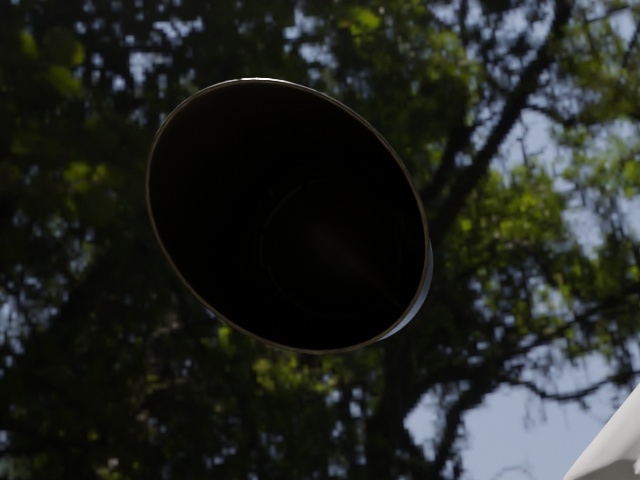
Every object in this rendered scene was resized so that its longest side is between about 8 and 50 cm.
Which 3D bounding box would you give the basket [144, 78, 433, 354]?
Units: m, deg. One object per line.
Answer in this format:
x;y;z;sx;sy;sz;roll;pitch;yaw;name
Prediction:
0.000;0.000;0.972;0.154;0.204;0.227;-50;-15;1;basket

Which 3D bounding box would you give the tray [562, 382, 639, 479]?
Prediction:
0.225;0.115;0.475;0.145;0.270;0.030;-51;-28;-1;tray
